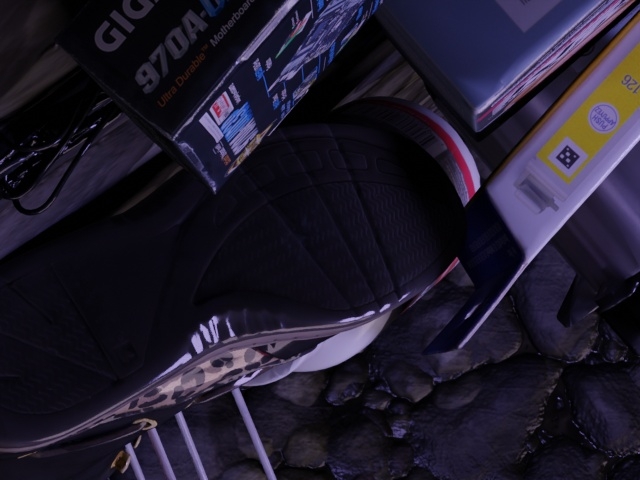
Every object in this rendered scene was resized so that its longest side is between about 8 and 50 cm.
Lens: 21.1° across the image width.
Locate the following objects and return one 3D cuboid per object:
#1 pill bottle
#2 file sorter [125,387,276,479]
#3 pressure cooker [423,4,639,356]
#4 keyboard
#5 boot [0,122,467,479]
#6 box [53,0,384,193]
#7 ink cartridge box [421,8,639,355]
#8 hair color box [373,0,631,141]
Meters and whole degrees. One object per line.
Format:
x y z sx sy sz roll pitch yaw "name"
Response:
0.000 0.000 1.367 0.176 0.176 0.318 -41 177 29 "pill bottle"
-0.205 0.228 1.550 0.277 0.173 0.193 -19 -175 22 "file sorter"
0.340 -0.113 1.567 0.375 0.420 0.370 -39 176 -35 "pressure cooker"
-0.119 -0.030 0.730 0.192 0.038 0.100 -39 177 -22 "keyboard"
-0.108 0.065 1.133 0.377 0.138 0.284 -27 171 -31 "boot"
-0.005 -0.104 0.619 0.175 0.051 0.220 -49 178 -1 "box"
0.166 -0.052 1.228 0.307 0.072 0.303 -45 177 -5 "ink cartridge box"
0.132 -0.167 1.069 0.185 0.113 0.374 -41 178 5 "hair color box"
